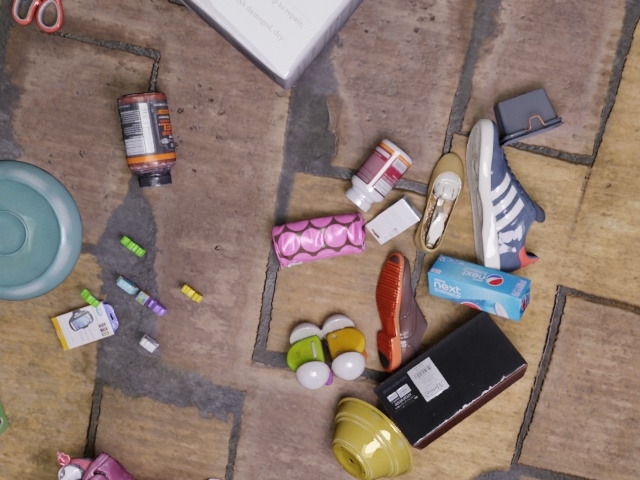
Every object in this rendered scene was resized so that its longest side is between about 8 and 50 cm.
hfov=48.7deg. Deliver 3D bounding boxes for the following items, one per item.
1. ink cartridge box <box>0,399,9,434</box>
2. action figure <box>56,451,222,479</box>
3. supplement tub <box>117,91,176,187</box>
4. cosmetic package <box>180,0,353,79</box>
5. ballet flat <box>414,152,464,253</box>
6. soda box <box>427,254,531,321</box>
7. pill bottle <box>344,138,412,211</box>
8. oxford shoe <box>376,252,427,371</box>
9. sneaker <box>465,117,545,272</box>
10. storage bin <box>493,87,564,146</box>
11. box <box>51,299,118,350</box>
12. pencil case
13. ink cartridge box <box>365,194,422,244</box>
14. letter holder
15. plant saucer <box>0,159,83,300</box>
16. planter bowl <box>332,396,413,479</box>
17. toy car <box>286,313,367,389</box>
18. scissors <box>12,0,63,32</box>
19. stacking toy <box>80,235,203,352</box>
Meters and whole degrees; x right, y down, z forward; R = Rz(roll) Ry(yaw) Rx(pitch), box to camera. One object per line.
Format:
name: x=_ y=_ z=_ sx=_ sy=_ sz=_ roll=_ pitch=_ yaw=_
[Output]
ink cartridge box: x=-0.773 y=0.346 z=1.573 sx=0.062 sy=0.109 sz=0.209 roll=-14 pitch=99 yaw=0
action figure: x=-0.425 y=0.572 z=1.549 sx=0.276 sy=0.248 sz=0.370 roll=-44 pitch=100 yaw=3
supplement tub: x=-0.367 y=-0.213 z=1.510 sx=0.106 sy=0.106 sz=0.197 roll=-8 pitch=99 yaw=-1
cosmetic package: x=-0.064 y=-0.550 z=1.360 sx=0.327 sy=0.329 sz=0.393 roll=40 pitch=94 yaw=-6
ballet flat: x=0.272 y=-0.078 z=1.567 sx=0.080 sy=0.073 sz=0.232 roll=14 pitch=97 yaw=-4
soda box: x=0.343 y=0.101 z=1.536 sx=0.210 sy=0.067 sz=0.071 roll=17 pitch=137 yaw=29
pill bottle: x=0.124 y=-0.140 z=1.547 sx=0.086 sy=0.086 sz=0.152 roll=39 pitch=95 yaw=-7
oxford shoe: x=0.188 y=0.159 z=1.601 sx=0.098 sy=0.097 sz=0.271 roll=-3 pitch=103 yaw=-22
sneaker: x=0.410 y=-0.099 z=1.546 sx=0.148 sy=0.131 sz=0.350 roll=-8 pitch=108 yaw=1
storage bin: x=0.446 y=-0.272 z=1.541 sx=0.135 sy=0.098 sz=0.091 roll=-20 pitch=88 yaw=1
box: x=-0.527 y=0.189 z=1.601 sx=0.136 sy=0.028 sz=0.081 roll=-19 pitch=98 yaw=-2
pencil case: x=0.000 y=0.000 z=1.562 sx=0.209 sy=0.095 sz=0.098 roll=-11 pitch=68 yaw=0
ink cartridge box: x=0.163 y=-0.045 z=1.584 sx=0.115 sy=0.029 sz=0.063 roll=-35 pitch=99 yaw=31
letter holder: x=0.300 y=0.324 z=1.602 sx=0.302 sy=0.214 sz=0.152 roll=-36 pitch=66 yaw=1
plant saucer: x=-0.690 y=-0.018 z=1.559 sx=0.318 sy=0.044 sz=0.317 roll=0 pitch=98 yaw=-1
planter bowl: x=0.092 y=0.461 z=1.561 sx=0.090 sy=0.217 sz=0.217 roll=-38 pitch=100 yaw=-34
toy car: x=0.018 y=0.265 z=1.587 sx=0.182 sy=0.159 sz=0.136 roll=-15 pitch=135 yaw=0
scissors: x=-0.550 y=-0.580 z=1.493 sx=0.109 sy=0.021 sz=0.297 roll=28 pitch=98 yaw=-4
stacking toy: x=-0.399 y=0.121 z=1.578 sx=0.221 sy=0.052 sz=0.167 roll=39 pitch=88 yaw=-6
